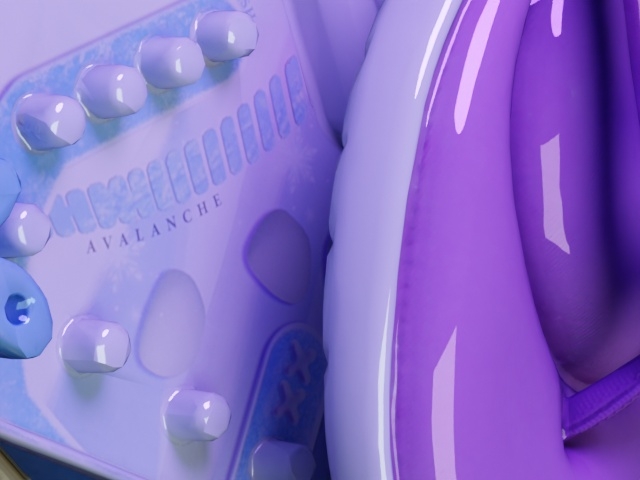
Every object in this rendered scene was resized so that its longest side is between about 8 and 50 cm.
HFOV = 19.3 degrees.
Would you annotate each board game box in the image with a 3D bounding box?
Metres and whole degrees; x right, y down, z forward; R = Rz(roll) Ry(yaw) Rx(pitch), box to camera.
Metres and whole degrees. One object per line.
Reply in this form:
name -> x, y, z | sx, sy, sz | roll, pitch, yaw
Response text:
board game box -> 0.042, -0.095, 0.583 | 0.390, 0.050, 0.389 | 30, 69, -43

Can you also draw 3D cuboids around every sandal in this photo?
sandal -> 0.113, -0.071, 0.546 | 0.169, 0.102, 0.416 | 38, 64, -40

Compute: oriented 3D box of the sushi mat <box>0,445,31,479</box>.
sushi mat -> -0.125, 0.164, 0.636 | 0.151, 0.019, 0.316 | -35, 122, -1
